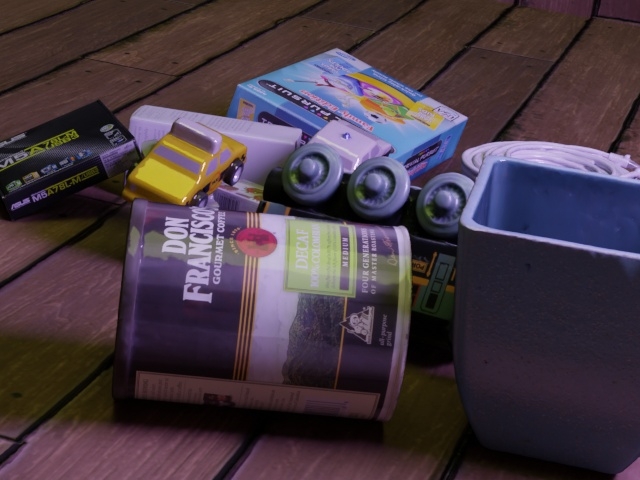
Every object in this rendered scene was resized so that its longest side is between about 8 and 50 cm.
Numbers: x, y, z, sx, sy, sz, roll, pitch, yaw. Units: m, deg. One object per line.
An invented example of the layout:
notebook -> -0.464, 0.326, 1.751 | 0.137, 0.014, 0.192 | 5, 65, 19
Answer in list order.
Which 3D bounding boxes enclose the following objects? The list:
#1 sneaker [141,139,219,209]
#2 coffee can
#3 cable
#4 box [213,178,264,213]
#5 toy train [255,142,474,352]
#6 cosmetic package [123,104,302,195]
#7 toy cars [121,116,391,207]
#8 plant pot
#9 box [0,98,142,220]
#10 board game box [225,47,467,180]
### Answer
sneaker -> -0.183, -0.026, 1.942 | 0.090, 0.095, 0.235 | 6, 39, -19
coffee can -> -0.060, 0.071, 1.543 | 0.275, 0.201, 0.201 | 6, 20, -6
cable -> 0.329, -0.075, 2.238 | 0.257, 0.089, 0.257 | 17, 23, 26
box -> 0.000, 0.000, 1.953 | 0.324, 0.067, 0.063 | 20, 23, 33
toy train -> 0.066, 0.009, 1.780 | 0.334, 0.190, 0.142 | 14, -13, 26
cosmetic package -> -0.148, -0.107, 2.117 | 0.231, 0.117, 0.085 | 10, 20, 4
toy cars -> -0.066, -0.108, 1.942 | 0.393, 0.087, 0.176 | -3, 41, -27
plant pot -> 0.254, 0.083, 1.546 | 0.248, 0.252, 0.247 | 11, 21, 9
box -> -0.350, -0.111, 2.059 | 0.190, 0.045, 0.184 | -25, 31, -12
board game box -> 0.046, -0.180, 2.352 | 0.254, 0.079, 0.336 | 29, 26, 16
